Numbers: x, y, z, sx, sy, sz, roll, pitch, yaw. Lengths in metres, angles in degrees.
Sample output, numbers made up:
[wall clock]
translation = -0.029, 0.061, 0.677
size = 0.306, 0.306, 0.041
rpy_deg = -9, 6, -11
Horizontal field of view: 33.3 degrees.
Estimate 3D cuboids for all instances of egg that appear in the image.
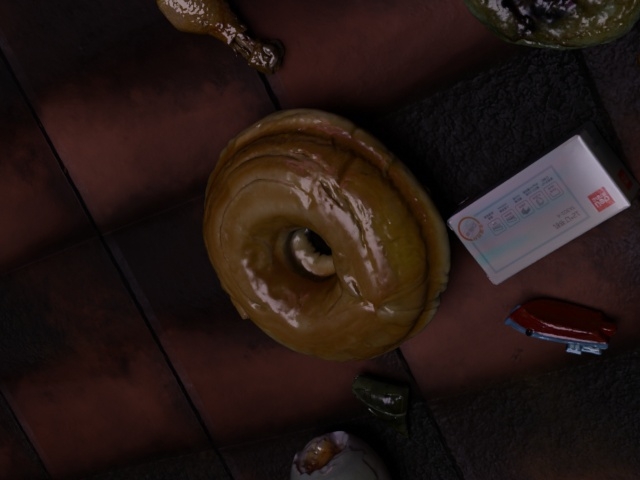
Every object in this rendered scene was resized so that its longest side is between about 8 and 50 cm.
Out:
[egg]
translation = 0.048, 0.467, 1.953
size = 0.183, 0.183, 0.217
rpy_deg = -15, 113, 32

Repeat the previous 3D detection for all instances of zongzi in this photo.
[zongzi]
translation = 0.106, 0.299, 1.922
size = 0.109, 0.055, 0.119
rpy_deg = 15, 130, 24

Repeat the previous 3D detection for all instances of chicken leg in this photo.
[chicken leg]
translation = -0.165, -0.358, 1.731
size = 0.251, 0.087, 0.107
rpy_deg = 38, 117, 1

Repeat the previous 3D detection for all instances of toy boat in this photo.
[toy boat]
translation = 0.377, 0.137, 1.690
size = 0.173, 0.069, 0.059
rpy_deg = 12, 131, 16

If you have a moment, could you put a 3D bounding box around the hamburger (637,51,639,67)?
[hamburger]
translation = 0.495, -0.310, 1.280
size = 0.176, 0.300, 0.300
rpy_deg = 16, 120, 12

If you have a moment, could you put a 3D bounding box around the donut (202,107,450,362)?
[donut]
translation = 0.000, 0.000, 1.746
size = 0.449, 0.198, 0.449
rpy_deg = 14, 121, 24

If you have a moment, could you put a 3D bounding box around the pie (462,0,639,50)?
[pie]
translation = 0.314, -0.400, 1.467
size = 0.323, 0.070, 0.323
rpy_deg = 13, 120, 23

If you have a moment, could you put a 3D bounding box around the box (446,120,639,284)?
[box]
translation = 0.330, -0.054, 1.616
size = 0.269, 0.079, 0.135
rpy_deg = -36, 93, 35
